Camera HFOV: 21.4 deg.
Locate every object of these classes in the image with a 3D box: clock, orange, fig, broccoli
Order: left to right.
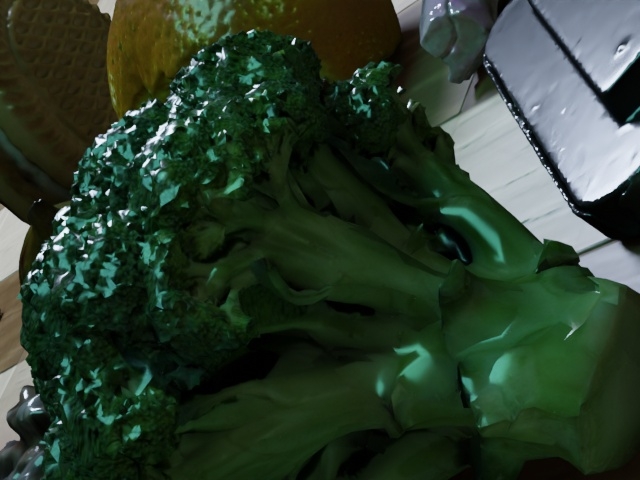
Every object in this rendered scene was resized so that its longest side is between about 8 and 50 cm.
[{"bbox_3d":[-0.183,0.017,1.266,0.109,0.155,0.103,-38,50,3],"label":"fig"},{"bbox_3d":[-0.054,-0.150,1.206,0.237,0.179,0.158,-24,78,60],"label":"orange"},{"bbox_3d":[0.008,0.048,0.717,0.270,0.270,0.270,6,57,30],"label":"broccoli"},{"bbox_3d":[0.192,-0.156,0.835,0.279,0.049,0.273,-49,20,14],"label":"clock"}]

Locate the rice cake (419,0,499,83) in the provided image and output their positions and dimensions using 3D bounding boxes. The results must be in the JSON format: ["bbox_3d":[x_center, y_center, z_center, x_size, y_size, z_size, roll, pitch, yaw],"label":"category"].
[{"bbox_3d":[0.095,-0.195,1.116,0.055,0.049,0.270,-41,24,34],"label":"rice cake"}]

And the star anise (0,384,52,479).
[{"bbox_3d":[-0.126,0.130,1.005,0.332,0.117,0.332,-50,15,19],"label":"star anise"}]

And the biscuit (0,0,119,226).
[{"bbox_3d":[-0.211,-0.108,1.396,0.079,0.259,0.259,-38,25,26],"label":"biscuit"}]
